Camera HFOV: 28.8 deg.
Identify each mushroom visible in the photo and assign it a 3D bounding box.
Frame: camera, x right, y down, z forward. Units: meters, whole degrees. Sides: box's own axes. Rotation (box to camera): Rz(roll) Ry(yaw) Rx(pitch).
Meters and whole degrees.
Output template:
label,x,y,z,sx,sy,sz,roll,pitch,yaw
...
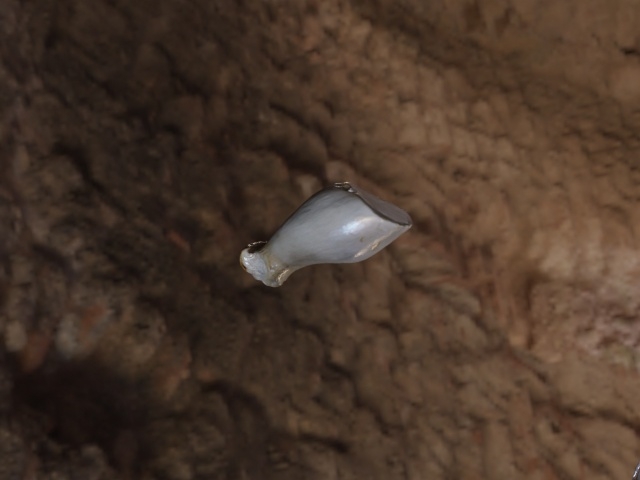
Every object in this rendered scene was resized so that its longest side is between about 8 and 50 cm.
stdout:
label,x,y,z,sx,sy,sz,roll,pitch,yaw
mushroom,0.000,0.000,1.481,0.116,0.225,0.093,15,-127,-54

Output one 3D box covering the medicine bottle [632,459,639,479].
label,x,y,z,sx,sy,sz,roll,pitch,yaw
medicine bottle,0.424,0.231,1.399,0.171,0.052,0.201,-102,28,-74
